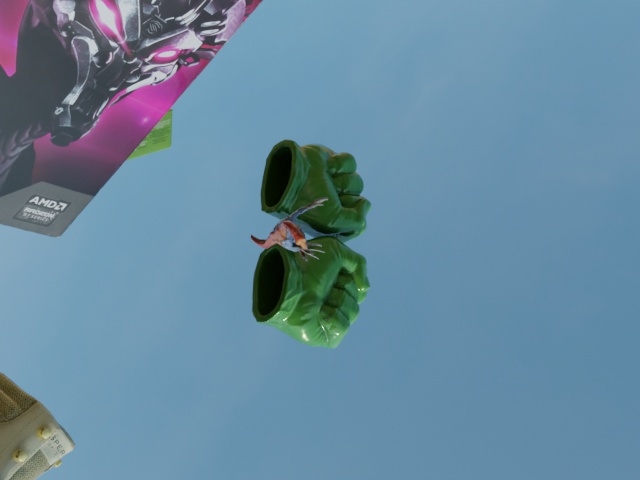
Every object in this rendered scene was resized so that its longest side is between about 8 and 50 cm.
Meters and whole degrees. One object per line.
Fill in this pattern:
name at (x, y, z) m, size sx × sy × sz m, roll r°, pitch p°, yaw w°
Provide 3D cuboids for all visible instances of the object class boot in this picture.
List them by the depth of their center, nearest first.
boot at (-0.292, 0.243, 0.626) m, size 0.262 × 0.095 × 0.203 m, roll 38°, pitch -130°, yaw 23°

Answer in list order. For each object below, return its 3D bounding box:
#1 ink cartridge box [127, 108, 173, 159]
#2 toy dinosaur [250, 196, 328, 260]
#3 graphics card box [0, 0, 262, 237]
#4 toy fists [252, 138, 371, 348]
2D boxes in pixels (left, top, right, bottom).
ink cartridge box at (-0.487, -0.271, 1.636) m, size 0.255 × 0.097 × 0.188 m, roll 27°, pitch -146°, yaw 28°
toy dinosaur at (-0.028, -0.001, 0.623) m, size 0.090 × 0.082 × 0.047 m, roll -19°, pitch -100°, yaw 14°
graphics card box at (-0.173, -0.175, 0.484) m, size 0.371 × 0.233 × 0.094 m, roll -44°, pitch -120°, yaw 16°
toy fists at (0.000, 0.000, 0.959) m, size 0.096 × 0.142 × 0.279 m, roll -24°, pitch -124°, yaw 44°
